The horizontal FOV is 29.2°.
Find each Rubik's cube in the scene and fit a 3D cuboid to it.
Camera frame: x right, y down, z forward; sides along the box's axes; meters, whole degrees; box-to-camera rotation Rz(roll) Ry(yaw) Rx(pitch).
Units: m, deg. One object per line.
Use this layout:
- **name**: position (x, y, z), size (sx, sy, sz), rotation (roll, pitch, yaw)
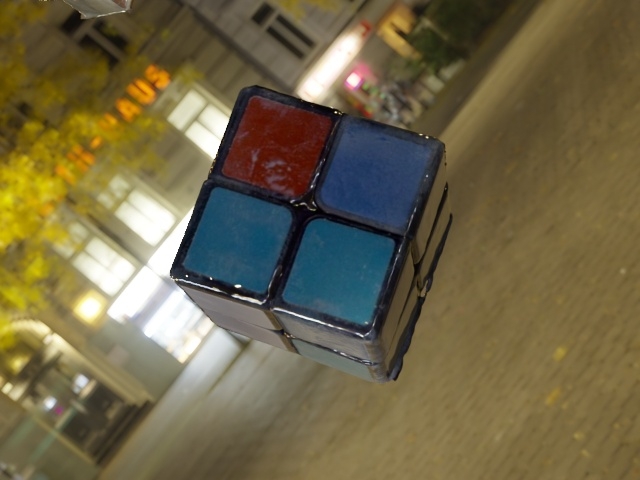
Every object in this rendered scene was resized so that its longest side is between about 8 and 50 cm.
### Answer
- **Rubik's cube**: position (0.000, 0.000, 1.809), size (0.313, 0.318, 0.316), rotation (66, -138, -72)

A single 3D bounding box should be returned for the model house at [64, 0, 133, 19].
- **model house**: position (-0.423, -0.534, 2.008), size (0.326, 0.169, 0.244), rotation (30, -110, -59)
